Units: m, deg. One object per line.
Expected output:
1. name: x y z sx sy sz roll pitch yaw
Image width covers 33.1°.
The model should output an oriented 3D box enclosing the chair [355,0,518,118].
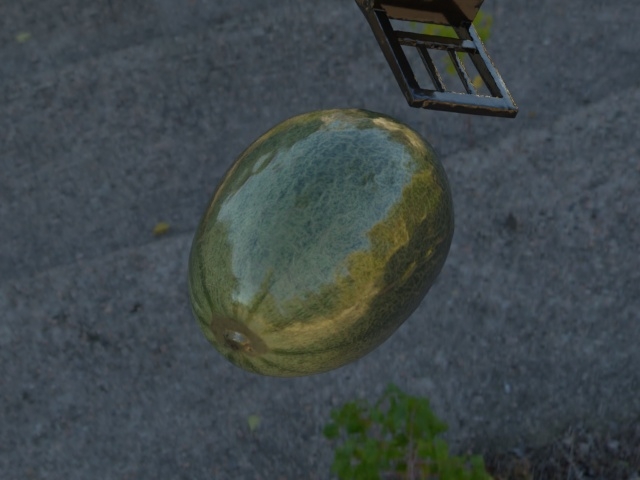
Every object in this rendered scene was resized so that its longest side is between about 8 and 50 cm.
1. chair: 0.180 -0.406 1.593 0.203 0.240 0.416 3 41 -24

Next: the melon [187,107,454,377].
1. melon: 0.000 0.000 1.101 0.249 0.248 0.329 22 43 23
